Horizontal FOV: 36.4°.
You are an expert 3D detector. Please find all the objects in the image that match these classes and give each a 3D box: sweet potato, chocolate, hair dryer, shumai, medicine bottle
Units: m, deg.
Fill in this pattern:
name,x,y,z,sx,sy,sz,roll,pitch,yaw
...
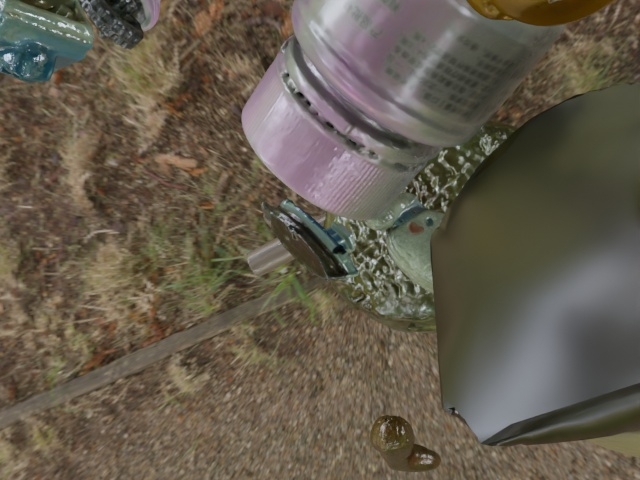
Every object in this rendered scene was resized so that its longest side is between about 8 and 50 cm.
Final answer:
name,x,y,z,sx,sy,sz,roll,pitch,yaw
sweet potato,0.139,0.355,1.656,0.081,0.233,0.062,-9,59,20
chocolate,0.304,0.058,0.866,0.314,0.326,0.297,-31,128,30
hair dryer,-0.085,-0.010,1.765,0.195,0.220,0.054,-28,68,19
shumai,0.229,0.008,1.577,0.397,0.323,0.324,-18,63,25
medicine bottle,0.082,-0.205,1.082,0.256,0.256,0.325,39,119,2

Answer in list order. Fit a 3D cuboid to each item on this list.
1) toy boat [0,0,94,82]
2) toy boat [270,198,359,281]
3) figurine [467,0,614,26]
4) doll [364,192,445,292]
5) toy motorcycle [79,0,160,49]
name,x,y,z,sx,sy,sz,roll,pitch,yaw
toy boat,-0.213,-0.204,0.672,0.102,0.088,0.215,-53,50,23
toy boat,0.000,0.000,1.147,0.066,0.059,0.140,-26,50,-27
figurine,0.177,-0.278,0.713,0.215,0.215,0.228,44,52,2
doll,0.147,0.012,1.275,0.214,0.071,0.103,36,51,-5
toy motorcycle,-0.341,-0.405,1.385,0.143,0.188,0.327,-39,85,22
